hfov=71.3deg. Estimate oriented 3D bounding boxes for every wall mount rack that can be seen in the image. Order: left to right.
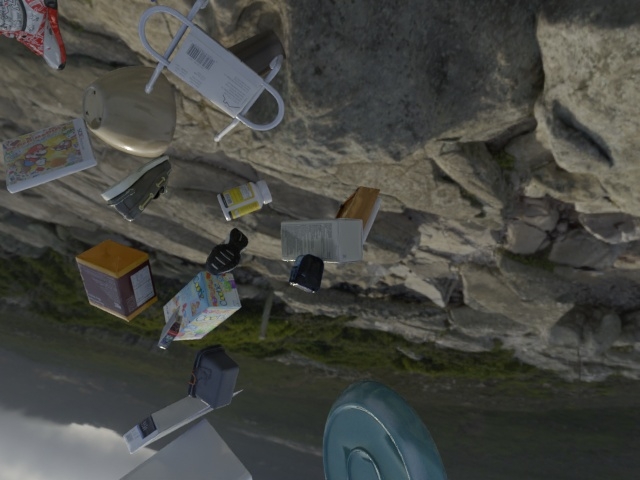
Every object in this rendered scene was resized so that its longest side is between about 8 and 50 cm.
[{"bbox_3d":[-0.259,-0.368,1.033,0.349,0.131,0.304,34,123,-24],"label":"wall mount rack"}]

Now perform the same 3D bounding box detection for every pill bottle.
[{"bbox_3d":[-0.317,-0.174,1.882,0.208,0.119,0.119,-22,155,-9],"label":"pill bottle"}]

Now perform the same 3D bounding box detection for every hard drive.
[{"bbox_3d":[-0.388,0.656,1.158,0.233,0.352,0.047,32,137,35],"label":"hard drive"}]

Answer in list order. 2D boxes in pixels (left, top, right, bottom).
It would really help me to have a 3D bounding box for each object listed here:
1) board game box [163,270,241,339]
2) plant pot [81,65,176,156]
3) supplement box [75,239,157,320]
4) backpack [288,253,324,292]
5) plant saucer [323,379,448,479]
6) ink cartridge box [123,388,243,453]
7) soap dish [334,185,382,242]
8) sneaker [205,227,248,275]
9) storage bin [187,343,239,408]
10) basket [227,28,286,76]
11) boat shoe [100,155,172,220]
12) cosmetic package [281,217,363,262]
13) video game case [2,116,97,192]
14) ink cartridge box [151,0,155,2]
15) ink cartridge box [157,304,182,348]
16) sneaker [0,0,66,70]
[{"bbox_3d":[-0.442,0.246,1.655,0.142,0.145,0.275,10,141,-47],"label":"board game box"},{"bbox_3d":[-0.609,-0.401,1.378,0.283,0.285,0.190,-4,-174,37],"label":"plant pot"},{"bbox_3d":[-0.672,0.130,1.482,0.191,0.129,0.194,16,124,23],"label":"supplement box"},{"bbox_3d":[-0.048,0.105,1.472,0.104,0.115,0.084,26,161,-27],"label":"backpack"},{"bbox_3d":[0.089,0.406,0.766,0.043,0.318,0.317,-1,166,-32],"label":"plant saucer"},{"bbox_3d":[-0.403,0.515,1.351,0.165,0.065,0.332,-40,162,27],"label":"ink cartridge box"},{"bbox_3d":[0.127,-0.074,1.874,0.118,0.291,0.229,32,148,-11],"label":"soap dish"},{"bbox_3d":[-0.341,0.058,1.594,0.100,0.272,0.108,42,114,-9],"label":"sneaker"},{"bbox_3d":[-0.259,0.338,1.089,0.091,0.135,0.098,23,-167,36],"label":"storage bin"},{"bbox_3d":[-0.258,-0.683,1.683,0.204,0.226,0.154,48,168,50],"label":"basket"},{"bbox_3d":[-0.457,-0.143,1.166,0.109,0.305,0.091,-25,111,15],"label":"boat shoe"},{"bbox_3d":[0.000,0.000,1.588,0.129,0.153,0.296,-1,-178,-44],"label":"cosmetic package"},{"bbox_3d":[-0.754,-0.244,1.240,0.226,0.206,0.026,-23,146,-14],"label":"video game case"},{"bbox_3d":[-0.468,-0.909,1.304,0.307,0.303,0.072,51,161,-7],"label":"ink cartridge box"},{"bbox_3d":[-0.397,0.234,1.205,0.029,0.063,0.115,29,120,-23],"label":"ink cartridge box"},{"bbox_3d":[-0.694,-0.496,1.044,0.090,0.144,0.270,59,149,6],"label":"sneaker"}]
